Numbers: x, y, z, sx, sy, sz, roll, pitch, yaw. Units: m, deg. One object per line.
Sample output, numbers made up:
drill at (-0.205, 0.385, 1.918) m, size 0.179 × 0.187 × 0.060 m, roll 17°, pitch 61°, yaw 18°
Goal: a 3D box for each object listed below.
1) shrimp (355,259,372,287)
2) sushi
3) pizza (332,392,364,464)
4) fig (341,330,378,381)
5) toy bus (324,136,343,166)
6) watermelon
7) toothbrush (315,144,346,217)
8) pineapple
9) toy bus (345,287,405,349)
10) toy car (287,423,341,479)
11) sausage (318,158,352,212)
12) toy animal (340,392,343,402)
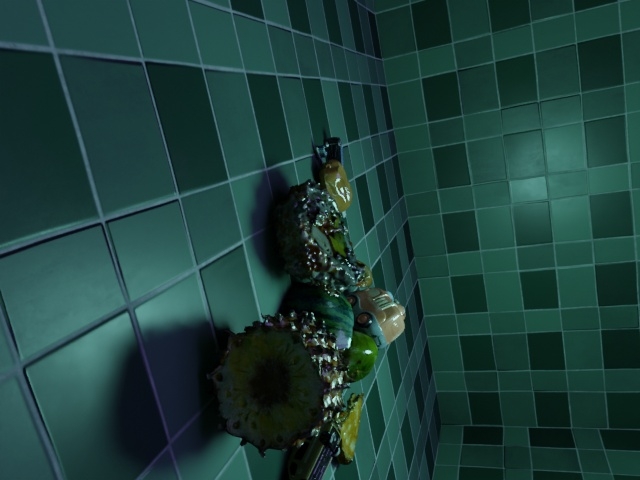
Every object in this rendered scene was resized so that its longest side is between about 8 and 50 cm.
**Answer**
shrimp at (0.154, 0.176, 2.220) m, size 0.152 × 0.063 × 0.287 m, roll 39°, pitch 34°, yaw 2°
sushi at (0.003, 0.004, 1.697) m, size 0.417 × 0.176 × 0.417 m, roll 47°, pitch 25°, yaw -31°
pizza at (0.094, 0.707, 1.924) m, size 0.251 × 0.074 × 0.287 m, roll 62°, pitch 36°, yaw -55°
fig at (0.117, 0.443, 2.040) m, size 0.235 × 0.203 × 0.203 m, roll 52°, pitch -5°, yaw 43°
toy bus at (0.066, -0.376, 2.223) m, size 0.076 × 0.073 × 0.167 m, roll 1°, pitch 86°, yaw -72°
watermelon at (0.015, 0.269, 1.706) m, size 0.319 × 0.222 × 0.292 m, roll 47°, pitch 46°, yaw -57°
toothbrush at (0.050, -0.254, 2.204) m, size 0.418 × 0.040 × 0.042 m, roll 69°, pitch 27°, yaw -43°
pineapple at (-0.085, 0.338, 1.248) m, size 0.300 × 0.352 × 0.352 m, roll -1°, pitch 85°, yaw -74°
toy bus at (0.243, 0.323, 2.167) m, size 0.287 × 0.232 × 0.194 m, roll 52°, pitch -10°, yaw 54°
toy car at (-0.034, 0.702, 1.570) m, size 0.256 × 0.124 × 0.101 m, roll -57°, pitch 136°, yaw -35°
sausage at (0.063, -0.232, 2.105) m, size 0.136 × 0.120 × 0.241 m, roll -88°, pitch 159°, yaw -53°
toy animal at (0.044, 0.598, 1.887) m, size 0.219 × 0.086 × 0.069 m, roll 87°, pitch 15°, yaw -49°
